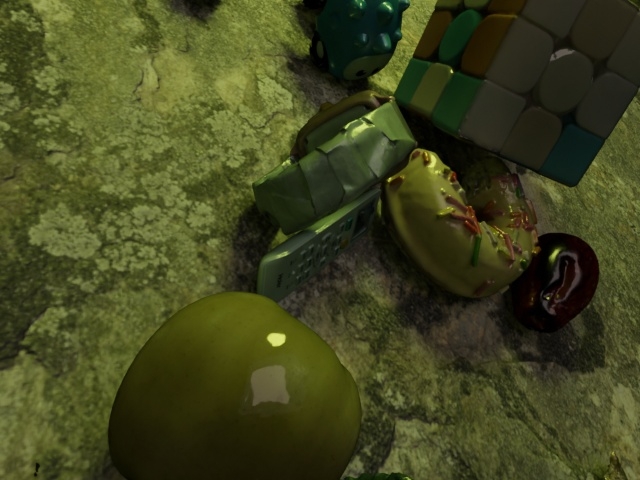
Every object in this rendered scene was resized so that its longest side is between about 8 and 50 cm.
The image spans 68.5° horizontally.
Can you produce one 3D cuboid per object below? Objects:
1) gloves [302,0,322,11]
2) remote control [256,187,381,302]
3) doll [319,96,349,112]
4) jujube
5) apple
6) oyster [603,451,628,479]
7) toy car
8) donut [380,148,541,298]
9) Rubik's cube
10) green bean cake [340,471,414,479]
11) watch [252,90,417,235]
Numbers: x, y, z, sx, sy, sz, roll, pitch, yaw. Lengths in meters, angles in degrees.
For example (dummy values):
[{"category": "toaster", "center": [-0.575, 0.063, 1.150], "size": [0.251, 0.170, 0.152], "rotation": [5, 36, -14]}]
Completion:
[{"category": "gloves", "center": [0.110, -0.630, 1.174], "size": [0.356, 0.203, 0.155], "rotation": [-31, 104, -34]}, {"category": "remote control", "center": [0.001, 0.000, 0.788], "size": [0.051, 0.103, 0.293], "rotation": [35, 46, 25]}, {"category": "doll", "center": [0.076, -0.218, 0.961], "size": [0.137, 0.097, 0.210], "rotation": [-19, 69, -32]}, {"category": "jujube", "center": [0.490, 0.091, 0.993], "size": [0.168, 0.168, 0.236], "rotation": [42, 56, -4]}, {"category": "apple", "center": [-0.088, 0.190, 0.523], "size": [0.262, 0.262, 0.262], "rotation": [15, 57, -24]}, {"category": "oyster", "center": [0.580, 0.490, 0.893], "size": [0.121, 0.045, 0.146], "rotation": [29, 51, -32]}, {"category": "toy car", "center": [0.091, -0.466, 1.004], "size": [0.188, 0.255, 0.190], "rotation": [-16, 40, -25]}, {"category": "donut", "center": [0.294, -0.040, 0.935], "size": [0.371, 0.150, 0.307], "rotation": [-2, 69, -39]}, {"category": "Rubik's cube", "center": [0.421, -0.367, 1.019], "size": [0.346, 0.347, 0.344], "rotation": [17, 22, -24]}, {"category": "green bean cake", "center": [0.096, 0.382, 0.559], "size": [0.208, 0.193, 0.107], "rotation": [47, 44, -1]}, {"category": "watch", "center": [0.014, -0.122, 0.767], "size": [0.162, 0.253, 0.241], "rotation": [58, 30, -13]}]
